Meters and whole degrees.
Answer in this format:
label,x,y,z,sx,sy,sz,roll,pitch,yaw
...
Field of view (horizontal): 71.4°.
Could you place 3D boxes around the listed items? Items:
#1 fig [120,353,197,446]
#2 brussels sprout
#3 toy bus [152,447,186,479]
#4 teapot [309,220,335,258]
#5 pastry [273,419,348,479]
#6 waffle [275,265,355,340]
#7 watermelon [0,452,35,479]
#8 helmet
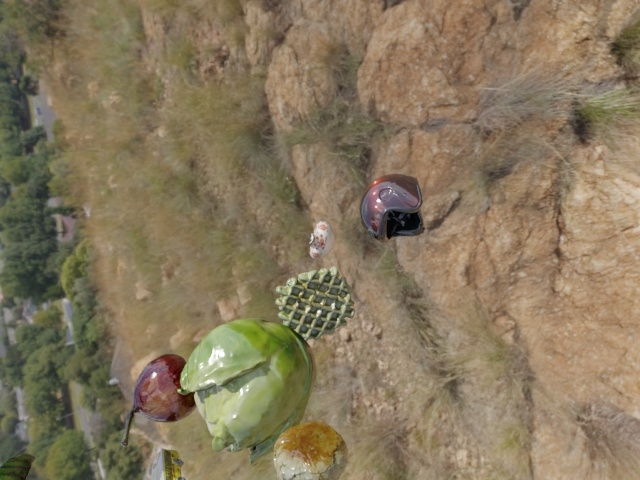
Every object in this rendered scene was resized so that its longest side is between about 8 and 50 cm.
label,x,y,z,sx,sy,sz,roll,pitch,yaw
fig,-0.504,0.476,1.372,0.204,0.249,0.186,63,169,-2
brussels sprout,-0.181,0.427,1.350,0.342,0.361,0.425,53,173,47
toy bus,-0.444,0.696,1.301,0.081,0.074,0.226,-64,21,-3
teapot,0.000,0.000,1.857,0.245,0.116,0.159,151,121,-81
pastry,-0.020,0.426,0.887,0.153,0.153,0.081,25,130,42
waffle,-0.016,0.257,1.764,0.056,0.309,0.292,-136,26,-73
watermelon,-0.721,0.556,0.986,0.092,0.181,0.075,-22,123,44
helmet,0.212,-0.095,1.295,0.193,0.216,0.189,32,166,25
